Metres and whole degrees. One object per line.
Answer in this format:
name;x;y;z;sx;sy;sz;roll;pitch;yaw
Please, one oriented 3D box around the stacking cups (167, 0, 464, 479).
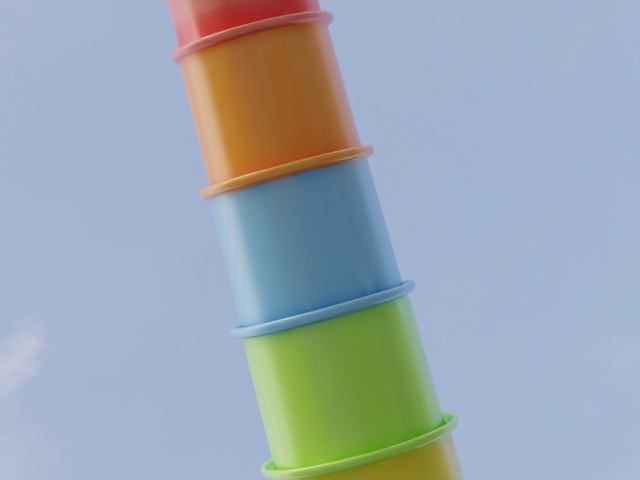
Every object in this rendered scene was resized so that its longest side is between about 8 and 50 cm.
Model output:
stacking cups;0.000;0.000;0.714;0.096;0.096;0.316;-13;-88;-14
